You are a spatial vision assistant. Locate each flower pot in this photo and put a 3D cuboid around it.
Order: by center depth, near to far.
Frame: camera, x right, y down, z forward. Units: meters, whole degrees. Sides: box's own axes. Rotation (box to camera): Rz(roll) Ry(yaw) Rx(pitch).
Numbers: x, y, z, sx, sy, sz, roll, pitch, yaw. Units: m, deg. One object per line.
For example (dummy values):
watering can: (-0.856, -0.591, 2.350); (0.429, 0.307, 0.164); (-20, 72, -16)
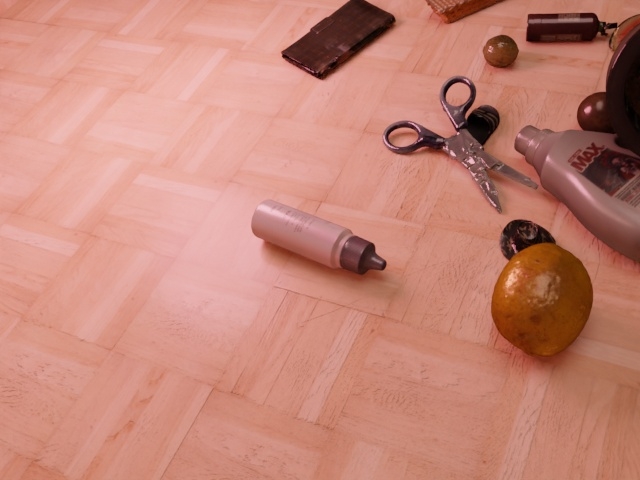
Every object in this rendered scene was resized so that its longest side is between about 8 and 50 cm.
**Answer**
flower pot: (0.700, -0.323, 1.368); (0.293, 0.294, 0.330); (3, 22, 14)

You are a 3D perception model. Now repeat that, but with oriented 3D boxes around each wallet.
wallet: (0.053, -0.577, 1.977); (0.169, 0.044, 0.317); (35, 66, 30)

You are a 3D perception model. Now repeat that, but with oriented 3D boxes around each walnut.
walnut: (0.462, -0.485, 1.785); (0.092, 0.092, 0.092); (-6, 49, 7)

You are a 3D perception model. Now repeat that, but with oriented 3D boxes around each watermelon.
watermelon: (0.808, -0.541, 1.762); (0.163, 0.069, 0.087); (-11, 47, 5)

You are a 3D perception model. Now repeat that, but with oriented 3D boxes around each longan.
longan: (0.634, -0.283, 1.560); (0.113, 0.092, 0.113); (-7, 53, 9)

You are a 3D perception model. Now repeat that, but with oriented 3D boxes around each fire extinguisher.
fire extinguisher: (0.656, -0.560, 1.818); (0.230, 0.071, 0.099); (2, 23, 13)

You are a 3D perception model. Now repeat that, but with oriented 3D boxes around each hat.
hat: (0.415, -0.010, 1.400); (0.121, 0.050, 0.121); (-7, 46, 8)

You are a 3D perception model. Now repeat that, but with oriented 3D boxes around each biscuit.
biscuit: (0.484, -0.720, 1.998); (0.378, 0.054, 0.094); (-25, 50, -10)

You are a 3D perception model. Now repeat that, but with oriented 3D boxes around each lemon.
lemon: (0.390, 0.104, 1.232); (0.170, 0.170, 0.207); (22, 61, 28)

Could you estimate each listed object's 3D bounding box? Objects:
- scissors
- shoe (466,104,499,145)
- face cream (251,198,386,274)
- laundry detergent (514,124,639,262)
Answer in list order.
scissors: (0.332, -0.210, 1.580); (0.256, 0.029, 0.383); (-39, 54, 1)
shoe: (0.371, -0.270, 1.636); (0.071, 0.049, 0.179); (19, 56, 25)
face cream: (0.000, 0.000, 1.455); (0.311, 0.092, 0.092); (21, 57, 29)
laundry detergent: (0.582, -0.135, 1.429); (0.264, 0.125, 0.398); (-35, 49, -17)
